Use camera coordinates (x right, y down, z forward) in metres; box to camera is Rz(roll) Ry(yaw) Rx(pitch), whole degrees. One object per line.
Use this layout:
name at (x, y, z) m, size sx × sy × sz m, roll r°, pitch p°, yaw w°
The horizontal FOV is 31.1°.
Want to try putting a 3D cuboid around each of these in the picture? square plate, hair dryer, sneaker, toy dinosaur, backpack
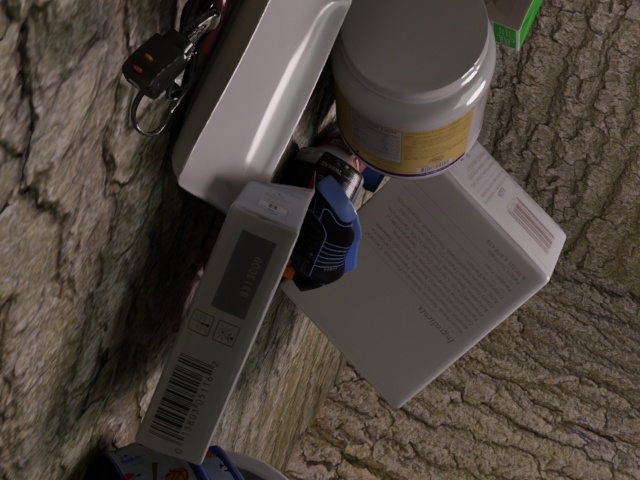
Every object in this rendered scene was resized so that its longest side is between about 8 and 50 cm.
square plate at (-0.065, -0.196, 1.332) m, size 0.344 × 0.049 × 0.347 m, roll -65°, pitch 170°, yaw -4°
hair dryer at (-0.104, -0.241, 1.030) m, size 0.294 × 0.080 × 0.223 m, roll -59°, pitch -174°, yaw -7°
sneaker at (0.000, 0.000, 1.617) m, size 0.090 × 0.081 × 0.232 m, roll -31°, pitch 152°, yaw -15°
toy dinosaur at (-0.138, 0.026, 1.522) m, size 0.112 × 0.064 × 0.212 m, roll 11°, pitch 94°, yaw -64°
backpack at (-0.186, 0.380, 1.484) m, size 0.213 × 0.276 × 0.263 m, roll -28°, pitch 133°, yaw -24°

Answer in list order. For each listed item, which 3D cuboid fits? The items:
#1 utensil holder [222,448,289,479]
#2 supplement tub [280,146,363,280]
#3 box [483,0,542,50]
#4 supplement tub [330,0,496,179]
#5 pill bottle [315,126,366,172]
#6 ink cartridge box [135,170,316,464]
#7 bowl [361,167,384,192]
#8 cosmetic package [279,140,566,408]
utensil holder at (-0.167, 0.534, 1.804) m, size 0.328 × 0.327 × 0.385 m, roll -61°, pitch 171°, yaw -23°
supplement tub at (-0.022, -0.038, 1.768) m, size 0.190 × 0.117 × 0.117 m, roll -63°, pitch 170°, yaw -11°
box at (0.283, -0.491, 1.940) m, size 0.262 × 0.231 × 0.127 m, roll -64°, pitch 169°, yaw -3°
supplement tub at (0.136, -0.249, 1.724) m, size 0.241 × 0.241 × 0.331 m, roll -63°, pitch 170°, yaw -13°
pill bottle at (0.038, -0.142, 1.925) m, size 0.152 × 0.086 × 0.086 m, roll -49°, pitch 162°, yaw -57°
ink cartridge box at (-0.106, 0.066, 1.460) m, size 0.385 × 0.091 × 0.308 m, roll -79°, pitch -169°, yaw -76°
bowl at (0.156, -0.277, 2.148) m, size 0.391 × 0.077 × 0.391 m, roll -62°, pitch 177°, yaw -6°
cosmetic package at (0.203, 0.038, 2.189) m, size 0.393 × 0.327 × 0.329 m, roll -44°, pitch 179°, yaw 21°
